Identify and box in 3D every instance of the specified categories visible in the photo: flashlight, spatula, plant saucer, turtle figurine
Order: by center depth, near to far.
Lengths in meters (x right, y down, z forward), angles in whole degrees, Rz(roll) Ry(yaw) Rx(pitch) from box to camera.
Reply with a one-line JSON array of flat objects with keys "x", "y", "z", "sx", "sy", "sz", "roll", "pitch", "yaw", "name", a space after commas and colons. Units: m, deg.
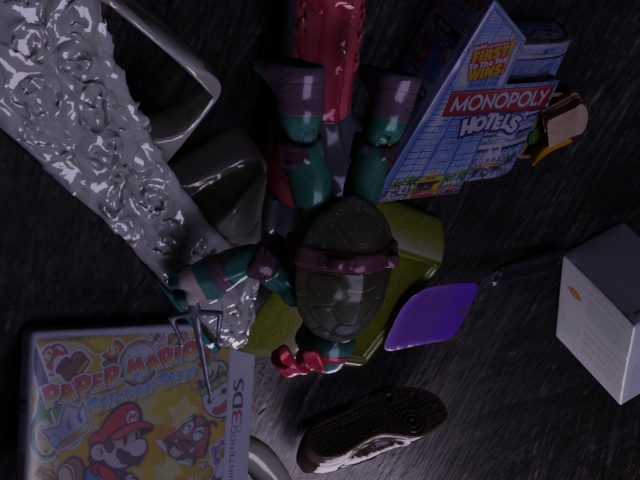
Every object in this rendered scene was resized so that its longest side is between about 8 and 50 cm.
[{"x": 0.000, "y": 0.000, "z": 0.709, "sx": 0.175, "sy": 0.118, "sz": 0.234, "roll": -7, "pitch": 111, "yaw": -47, "name": "turtle figurine"}, {"x": 0.009, "y": -0.125, "z": 0.775, "sx": 0.103, "sy": 0.103, "sz": 0.304, "roll": 10, "pitch": 137, "yaw": 1, "name": "flashlight"}, {"x": 0.034, "y": 0.051, "z": 1.002, "sx": 0.188, "sy": 0.045, "sz": 0.188, "roll": -53, "pitch": 149, "yaw": 12, "name": "plant saucer"}, {"x": 0.179, "y": 0.049, "z": 1.129, "sx": 0.296, "sy": 0.030, "sz": 0.084, "roll": -21, "pitch": 142, "yaw": -45, "name": "spatula"}]

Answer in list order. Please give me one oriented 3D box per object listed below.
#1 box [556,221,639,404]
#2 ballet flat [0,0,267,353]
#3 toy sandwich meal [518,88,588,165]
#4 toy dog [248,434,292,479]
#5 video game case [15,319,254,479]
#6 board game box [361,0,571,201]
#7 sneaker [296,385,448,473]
[{"x": 0.362, "y": 0.089, "z": 1.277, "sx": 0.091, "sy": 0.130, "sz": 0.170, "roll": -27, "pitch": 142, "yaw": -14, "name": "box"}, {"x": -0.109, "y": -0.052, "z": 0.723, "sx": 0.147, "sy": 0.147, "sz": 0.409, "roll": -37, "pitch": 144, "yaw": -2, "name": "ballet flat"}, {"x": 0.223, "y": -0.109, "z": 1.039, "sx": 0.085, "sy": 0.029, "sz": 0.086, "roll": -23, "pitch": 140, "yaw": -20, "name": "toy sandwich meal"}, {"x": -0.191, "y": 0.402, "z": 1.025, "sx": 0.407, "sy": 0.284, "sz": 0.396, "roll": -3, "pitch": 117, "yaw": -38, "name": "toy dog"}, {"x": -0.156, "y": 0.175, "z": 0.930, "sx": 0.227, "sy": 0.026, "sz": 0.207, "roll": 1, "pitch": 94, "yaw": -40, "name": "video game case"}, {"x": 0.135, "y": -0.134, "z": 0.915, "sx": 0.194, "sy": 0.060, "sz": 0.194, "roll": -9, "pitch": 134, "yaw": -34, "name": "board game box"}, {"x": 0.056, "y": 0.221, "z": 1.228, "sx": 0.188, "sy": 0.066, "sz": 0.071, "roll": -10, "pitch": 151, "yaw": -26, "name": "sneaker"}]
